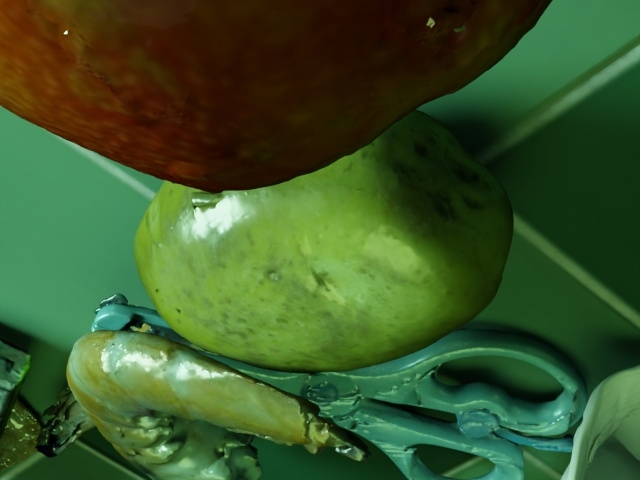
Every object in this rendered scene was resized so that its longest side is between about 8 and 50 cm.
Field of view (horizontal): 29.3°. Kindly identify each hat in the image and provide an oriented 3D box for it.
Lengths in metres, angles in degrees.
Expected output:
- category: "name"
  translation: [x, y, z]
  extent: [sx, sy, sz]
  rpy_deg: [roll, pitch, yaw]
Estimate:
- category: "hat"
  translation: [0.250, 0.192, 0.913]
  extent: [0.203, 0.203, 0.126]
  rpy_deg: [19, 157, -6]

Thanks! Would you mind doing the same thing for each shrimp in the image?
- category: "shrimp"
  translation: [-0.093, 0.117, 0.873]
  extent: [0.185, 0.068, 0.287]
  rpy_deg: [30, 152, -12]
- category: "shrimp"
  translation: [-0.139, 0.145, 1.031]
  extent: [0.219, 0.046, 0.152]
  rpy_deg: [-33, 117, 27]

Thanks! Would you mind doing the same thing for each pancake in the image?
- category: "pancake"
  translation: [-0.326, 0.168, 1.121]
  extent: [0.151, 0.025, 0.152]
  rpy_deg: [5, 132, 6]

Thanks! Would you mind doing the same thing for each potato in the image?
- category: "potato"
  translation: [-0.001, -0.001, 0.775]
  extent: [0.197, 0.149, 0.228]
  rpy_deg: [22, 142, -27]

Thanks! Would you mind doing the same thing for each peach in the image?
- category: "peach"
  translation: [-0.059, -0.200, 0.454]
  extent: [0.290, 0.373, 0.372]
  rpy_deg: [-23, 127, 37]

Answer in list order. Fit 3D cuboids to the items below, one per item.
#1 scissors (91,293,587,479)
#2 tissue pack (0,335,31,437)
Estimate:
- category: "scissors"
  translation: [0.015, 0.111, 0.949]
  extent: [0.393, 0.032, 0.180]
  rpy_deg: [16, 126, -7]
- category: "tissue pack"
  translation: [-0.358, 0.149, 1.046]
  extent: [0.173, 0.073, 0.235]
  rpy_deg: [28, 125, -5]
